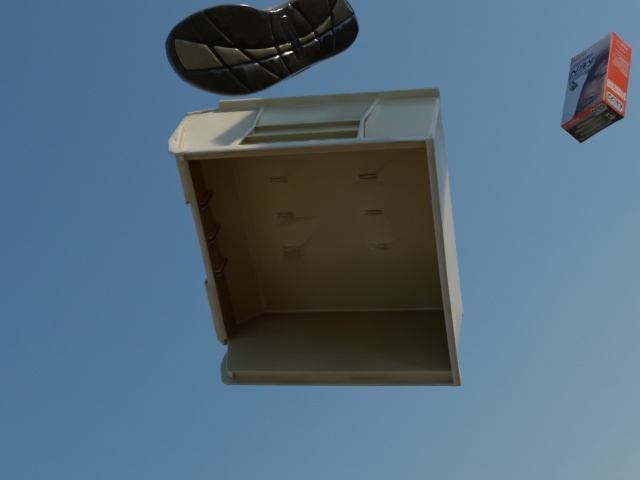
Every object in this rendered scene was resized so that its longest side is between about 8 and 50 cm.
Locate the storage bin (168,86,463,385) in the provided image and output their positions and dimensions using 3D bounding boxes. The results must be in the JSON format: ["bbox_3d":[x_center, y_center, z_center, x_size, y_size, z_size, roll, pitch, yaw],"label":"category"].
[{"bbox_3d":[0.000,0.000,1.163,0.260,0.123,0.262,-2,-60,14],"label":"storage bin"}]

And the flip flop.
[{"bbox_3d":[-0.071,-0.241,1.467,0.277,0.112,0.080,-26,6,-38],"label":"flip flop"}]

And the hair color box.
[{"bbox_3d":[0.442,-0.246,1.926,0.053,0.167,0.093,34,-42,-22],"label":"hair color box"}]
